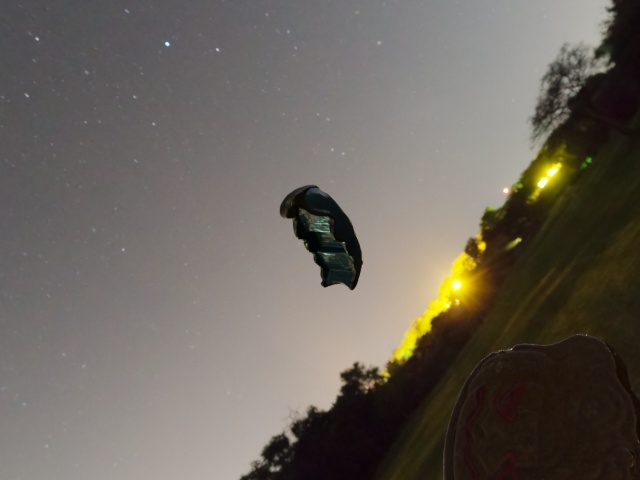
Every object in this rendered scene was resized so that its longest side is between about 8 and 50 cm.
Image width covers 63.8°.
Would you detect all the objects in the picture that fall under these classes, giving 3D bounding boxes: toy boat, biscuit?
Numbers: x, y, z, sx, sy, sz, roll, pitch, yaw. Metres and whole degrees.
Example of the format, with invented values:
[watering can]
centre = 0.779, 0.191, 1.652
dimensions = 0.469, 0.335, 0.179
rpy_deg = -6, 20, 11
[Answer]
[toy boat]
centre = 0.000, 0.000, 0.718
dimensions = 0.077, 0.075, 0.186
rpy_deg = -59, -41, -37
[biscuit]
centre = 0.257, 0.249, 0.620
dimensions = 0.257, 0.049, 0.273
rpy_deg = -27, 40, 44
